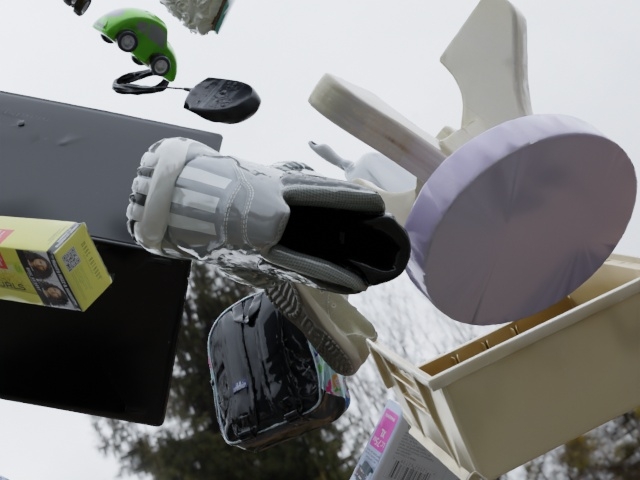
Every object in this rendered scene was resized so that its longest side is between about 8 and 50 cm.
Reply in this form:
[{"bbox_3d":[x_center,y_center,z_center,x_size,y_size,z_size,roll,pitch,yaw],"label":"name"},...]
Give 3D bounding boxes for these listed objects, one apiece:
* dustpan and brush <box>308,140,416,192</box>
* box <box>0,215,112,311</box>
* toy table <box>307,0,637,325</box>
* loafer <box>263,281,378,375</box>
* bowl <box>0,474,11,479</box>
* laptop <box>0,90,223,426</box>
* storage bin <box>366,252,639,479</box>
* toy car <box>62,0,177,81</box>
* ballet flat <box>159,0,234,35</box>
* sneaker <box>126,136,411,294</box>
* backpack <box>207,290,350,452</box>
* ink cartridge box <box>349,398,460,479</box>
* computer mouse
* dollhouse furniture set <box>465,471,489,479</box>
[{"bbox_3d":[0.070,-0.102,1.466,0.060,0.211,0.147,-55,-16,27],"label":"dustpan and brush"},{"bbox_3d":[-0.353,0.021,1.111,0.058,0.232,0.087,-52,-44,-41],"label":"box"},{"bbox_3d":[0.116,-0.048,0.763,0.252,0.161,0.274,-48,-32,6],"label":"toy table"},{"bbox_3d":[-0.007,0.097,1.586,0.092,0.268,0.102,-30,-12,-34],"label":"loafer"},{"bbox_3d":[-0.445,0.450,1.123,0.391,0.391,0.077,-40,-29,13],"label":"bowl"},{"bbox_3d":[-0.375,0.016,1.449,0.382,0.236,0.408,11,-78,-3],"label":"laptop"},{"bbox_3d":[0.212,0.118,1.019,0.262,0.260,0.123,-25,-82,-9],"label":"storage bin"},{"bbox_3d":[-0.224,-0.239,0.967,0.225,0.239,0.053,34,-90,-37],"label":"toy car"},{"bbox_3d":[-0.108,-0.453,1.269,0.147,0.147,0.409,10,-53,-38],"label":"ballet flat"},{"bbox_3d":[0.000,0.000,0.573,0.229,0.132,0.086,4,-81,-65],"label":"sneaker"},{"bbox_3d":[-0.075,0.220,1.698,0.225,0.253,0.191,-27,-25,19],"label":"backpack"},{"bbox_3d":[0.108,0.392,1.327,0.186,0.065,0.311,27,-94,-26],"label":"ink cartridge box"},{"bbox_3d":[-0.180,-0.189,1.293,0.071,0.242,0.041,-52,-38,-32],"label":"computer mouse"},{"bbox_3d":[0.145,0.215,0.574,0.197,0.151,0.301,-52,-1,-24],"label":"dollhouse furniture set"}]
